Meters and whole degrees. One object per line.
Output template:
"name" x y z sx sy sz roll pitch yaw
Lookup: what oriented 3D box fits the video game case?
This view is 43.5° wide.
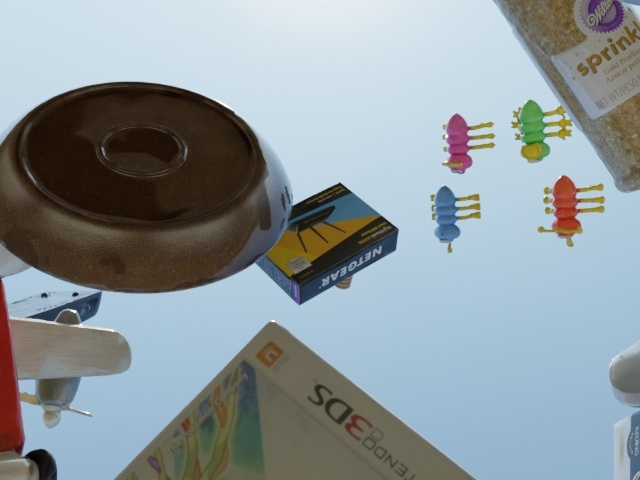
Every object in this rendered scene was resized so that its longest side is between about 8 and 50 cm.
"video game case" -0.047 0.254 0.590 0.300 0.036 0.329 34 -109 34

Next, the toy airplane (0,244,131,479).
"toy airplane" -0.471 0.159 1.026 0.272 0.386 0.384 -23 -154 42

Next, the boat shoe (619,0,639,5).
"boat shoe" 0.073 -0.172 0.365 0.084 0.258 0.095 44 -67 48

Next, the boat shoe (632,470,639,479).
"boat shoe" 0.340 0.275 0.736 0.049 0.040 0.142 -31 -115 4

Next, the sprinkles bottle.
"sprinkles bottle" 0.283 -0.227 0.876 0.121 0.121 0.355 -35 -89 -17

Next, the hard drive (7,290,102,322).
"hard drive" -0.524 0.140 1.408 0.171 0.054 0.254 -3 -171 29

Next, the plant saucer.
"plant saucer" -0.178 -0.074 0.797 0.310 0.050 0.311 7 -138 -6

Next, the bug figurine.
"bug figurine" 0.265 -0.091 1.185 0.278 0.216 0.072 -4 -172 37

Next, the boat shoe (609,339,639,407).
"boat shoe" 0.566 0.221 1.351 0.113 0.105 0.306 2 -161 32

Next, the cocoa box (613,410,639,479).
"cocoa box" 0.548 0.400 1.071 0.231 0.228 0.347 17 -123 -5

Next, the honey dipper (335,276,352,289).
"honey dipper" 0.049 0.012 1.271 0.030 0.161 0.030 7 -139 -6

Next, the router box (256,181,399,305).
"router box" 0.000 0.000 1.121 0.178 0.046 0.133 -29 -129 -28
